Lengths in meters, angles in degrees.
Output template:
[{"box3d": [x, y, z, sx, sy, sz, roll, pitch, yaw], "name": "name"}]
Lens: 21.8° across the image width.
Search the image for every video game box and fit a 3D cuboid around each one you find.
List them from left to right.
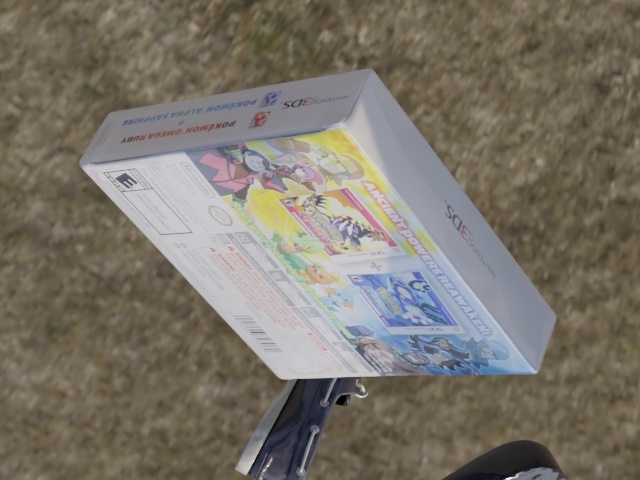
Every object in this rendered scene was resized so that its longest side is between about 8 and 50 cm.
[{"box3d": [0.000, 0.000, 0.899, 0.187, 0.048, 0.205, -2, 140, 40], "name": "video game box"}]

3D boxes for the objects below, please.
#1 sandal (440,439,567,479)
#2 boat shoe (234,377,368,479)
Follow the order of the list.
[{"box3d": [0.048, 0.218, 1.059, 0.254, 0.054, 0.097, -38, 139, 13], "name": "sandal"}, {"box3d": [0.006, 0.124, 1.413, 0.065, 0.206, 0.075, 32, 162, 4], "name": "boat shoe"}]
